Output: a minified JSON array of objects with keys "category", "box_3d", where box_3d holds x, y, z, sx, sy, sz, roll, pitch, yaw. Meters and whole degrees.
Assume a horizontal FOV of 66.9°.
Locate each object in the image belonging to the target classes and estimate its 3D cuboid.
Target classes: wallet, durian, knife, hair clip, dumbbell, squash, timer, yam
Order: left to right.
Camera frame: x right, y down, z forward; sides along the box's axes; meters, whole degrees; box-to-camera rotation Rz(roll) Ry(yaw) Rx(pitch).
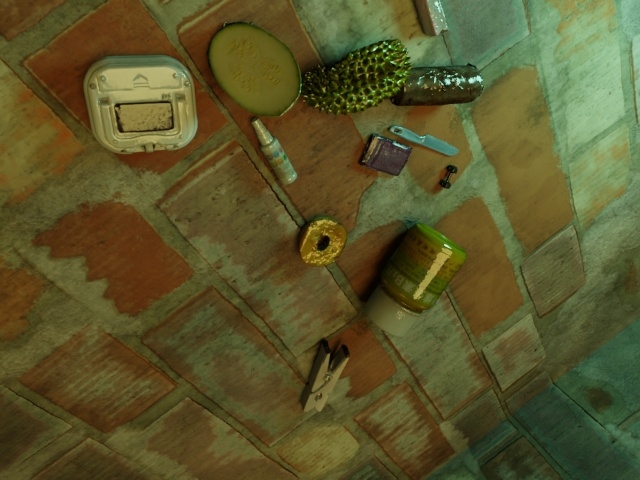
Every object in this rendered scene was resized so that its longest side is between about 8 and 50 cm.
[{"category":"timer","box_3d":[-0.442,-0.336,1.214,0.262,0.087,0.237,-9,121,-19]},{"category":"squash","box_3d":[-0.165,-0.425,1.186,0.189,0.260,0.189,-11,124,-17]},{"category":"hair clip","box_3d":[0.011,0.543,1.920,0.101,0.085,0.331,7,120,-25]},{"category":"durian","box_3d":[0.112,-0.454,1.347,0.352,0.169,0.158,-28,114,-11]},{"category":"wallet","box_3d":[0.215,-0.276,1.583,0.166,0.030,0.111,11,111,-30]},{"category":"knife","box_3d":[0.352,-0.335,1.624,0.313,0.019,0.044,13,109,-32]},{"category":"yam","box_3d":[0.344,-0.470,1.478,0.280,0.131,0.131,-9,121,-18]},{"category":"dumbbell","box_3d":[0.457,-0.226,1.718,0.040,0.036,0.083,10,113,-27]}]

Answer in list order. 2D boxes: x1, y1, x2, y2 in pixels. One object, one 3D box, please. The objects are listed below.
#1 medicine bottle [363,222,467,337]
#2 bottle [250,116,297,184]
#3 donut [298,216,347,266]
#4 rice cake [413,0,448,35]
[{"category":"medicine bottle","box_3d":[0.333,0.145,1.757,0.224,0.224,0.384,23,107,-33]},{"category":"bottle","box_3d":[-0.138,-0.261,1.412,0.060,0.060,0.217,-33,127,-4]},{"category":"donut","box_3d":[0.000,0.000,1.623,0.162,0.065,0.178,27,105,-28]},{"category":"rice cake","box_3d":[0.273,-0.723,1.337,0.056,0.072,0.365,-36,128,-5]}]
